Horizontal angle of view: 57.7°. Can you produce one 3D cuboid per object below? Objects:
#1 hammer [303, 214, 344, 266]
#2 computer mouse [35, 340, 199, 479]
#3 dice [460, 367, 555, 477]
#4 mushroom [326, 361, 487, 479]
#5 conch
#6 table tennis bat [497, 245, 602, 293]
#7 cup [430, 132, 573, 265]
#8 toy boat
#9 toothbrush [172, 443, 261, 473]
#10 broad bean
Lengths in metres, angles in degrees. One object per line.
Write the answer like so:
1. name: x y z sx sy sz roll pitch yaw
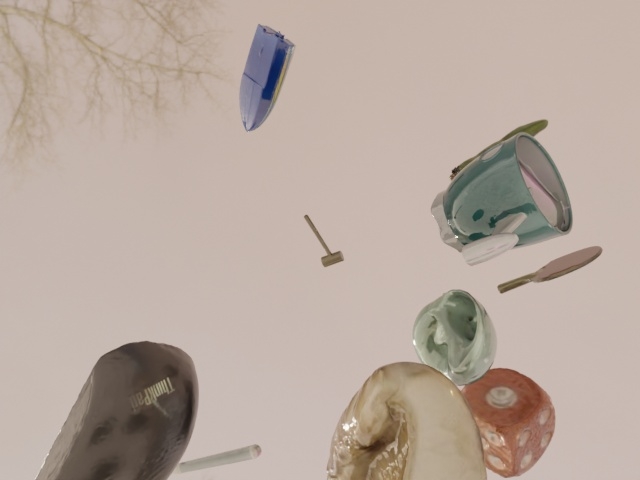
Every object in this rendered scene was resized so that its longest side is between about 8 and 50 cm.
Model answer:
1. hammer: 0.000 0.000 0.947 0.035 0.019 0.110 -21 -53 16
2. computer mouse: -0.254 0.269 0.771 0.100 0.170 0.269 34 -82 47
3. dice: 0.429 0.420 1.352 0.175 0.174 0.179 19 -45 49
4. mushroom: 0.138 0.392 1.051 0.314 0.224 0.397 -167 -104 -72
5. conch: 0.260 0.180 1.091 0.221 0.121 0.185 -156 -121 -69
6. table tennis bat: 0.488 0.066 1.250 0.234 0.131 0.022 -29 -90 37
7. cup: 0.274 -0.058 0.913 0.173 0.299 0.167 -25 -71 40
8. toy boat: -0.160 -0.428 1.589 0.129 0.088 0.295 42 -54 28
9. toothbrush: -0.260 0.456 1.164 0.342 0.025 0.030 -24 -96 23
10. broad bean: 0.393 -0.198 1.292 0.043 0.297 0.060 55 -16 13
